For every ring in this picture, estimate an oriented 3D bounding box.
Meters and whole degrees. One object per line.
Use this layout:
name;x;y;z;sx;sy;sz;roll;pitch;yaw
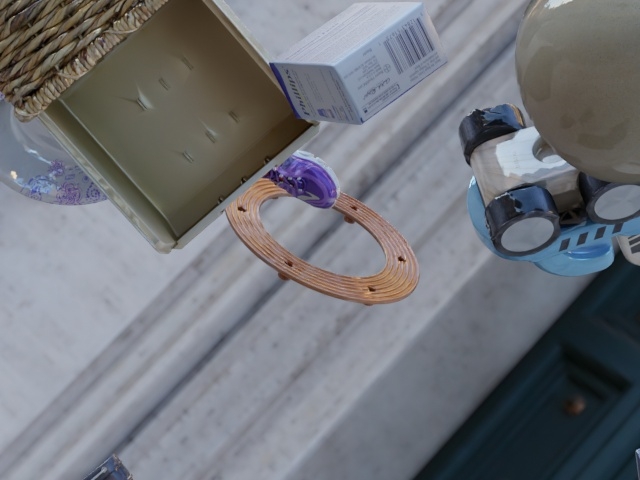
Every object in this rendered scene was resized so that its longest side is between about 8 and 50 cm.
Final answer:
ring;0.000;0.000;2.438;0.336;0.032;0.336;20;28;-11

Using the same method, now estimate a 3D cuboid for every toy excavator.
toy excavator;0.456;-0.047;2.404;0.445;0.433;0.222;66;7;-54

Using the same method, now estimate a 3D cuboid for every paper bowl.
paper bowl;-0.413;-0.204;2.507;0.148;0.284;0.284;-89;155;-44

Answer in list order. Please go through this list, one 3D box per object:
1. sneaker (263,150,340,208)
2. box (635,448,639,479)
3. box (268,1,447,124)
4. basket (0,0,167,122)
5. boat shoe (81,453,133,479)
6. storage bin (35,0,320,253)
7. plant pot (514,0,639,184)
sneaker;-0.054;-0.092;2.078;0.170;0.071;0.068;32;-59;6
box;0.451;0.438;1.658;0.312;0.179;0.343;76;10;-46
box;0.038;-0.185;1.594;0.137;0.126;0.072;15;-43;59
basket;-0.220;-0.272;1.648;0.223;0.299;0.213;54;12;18
boat shoe;-0.340;0.338;1.995;0.075;0.206;0.065;-81;148;-81
storage bin;-0.175;-0.159;1.944;0.260;0.262;0.123;49;8;-8
plant pot;0.392;-0.221;1.787;0.284;0.284;0.191;45;-18;-5
